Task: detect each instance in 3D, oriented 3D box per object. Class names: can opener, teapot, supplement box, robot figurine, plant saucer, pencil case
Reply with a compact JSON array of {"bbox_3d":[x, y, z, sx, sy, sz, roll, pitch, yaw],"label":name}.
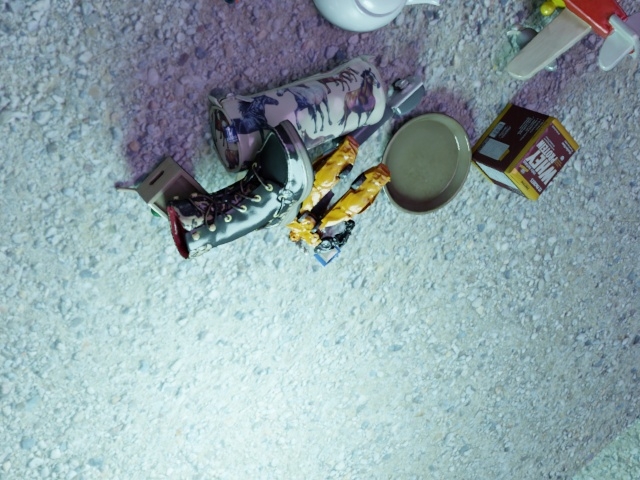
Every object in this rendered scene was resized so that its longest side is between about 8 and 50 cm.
[{"bbox_3d":[0.153,-0.309,2.042,0.280,0.074,0.093,-40,123,-7],"label":"can opener"},{"bbox_3d":[0.105,-0.581,1.842,0.256,0.187,0.252,-38,122,-8],"label":"teapot"},{"bbox_3d":[0.535,-0.237,2.190,0.129,0.194,0.191,39,89,-33],"label":"supplement box"},{"bbox_3d":[0.023,-0.103,1.993,0.211,0.085,0.291,40,114,-11],"label":"robot figurine"},{"bbox_3d":[0.272,-0.203,2.164,0.278,0.041,0.278,-10,113,-24],"label":"plant saucer"},{"bbox_3d":[-0.050,-0.298,1.894,0.410,0.160,0.183,-22,130,-17],"label":"pencil case"}]

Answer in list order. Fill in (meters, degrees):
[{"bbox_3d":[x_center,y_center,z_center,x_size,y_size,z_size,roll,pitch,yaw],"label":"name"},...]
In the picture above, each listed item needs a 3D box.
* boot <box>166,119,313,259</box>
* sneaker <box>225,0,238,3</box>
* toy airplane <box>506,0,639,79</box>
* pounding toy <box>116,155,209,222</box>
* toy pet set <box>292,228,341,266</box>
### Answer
[{"bbox_3d":[-0.178,-0.096,1.777,0.284,0.377,0.138,-23,74,-20],"label":"boot"},{"bbox_3d":[-0.282,-0.599,1.675,0.350,0.131,0.148,21,94,-32],"label":"sneaker"},{"bbox_3d":[0.667,-0.600,2.070,0.386,0.272,0.384,1,98,7],"label":"toy airplane"},{"bbox_3d":[-0.356,-0.110,1.864,0.141,0.100,0.130,-45,137,-1],"label":"pounding toy"},{"bbox_3d":[0.000,0.000,2.109,0.122,0.065,0.114,-43,87,-9],"label":"toy pet set"}]
